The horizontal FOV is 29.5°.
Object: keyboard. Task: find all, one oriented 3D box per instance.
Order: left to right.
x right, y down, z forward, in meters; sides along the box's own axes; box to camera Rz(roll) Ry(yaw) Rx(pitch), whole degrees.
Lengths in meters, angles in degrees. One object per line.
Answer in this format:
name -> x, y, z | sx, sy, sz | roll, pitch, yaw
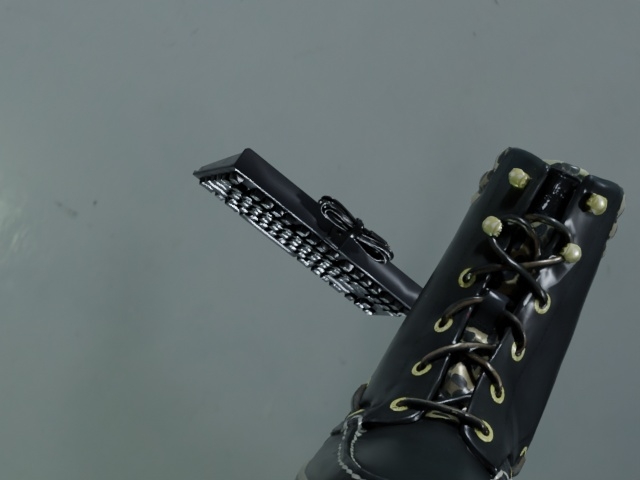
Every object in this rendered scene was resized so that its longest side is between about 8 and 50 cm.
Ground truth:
keyboard -> 0.000, 0.000, 0.849 | 0.180, 0.108, 0.023 | 38, 65, -23

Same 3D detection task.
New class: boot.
boot -> 0.068, 0.044, 0.537 | 0.085, 0.236, 0.179 | 25, 94, 11
